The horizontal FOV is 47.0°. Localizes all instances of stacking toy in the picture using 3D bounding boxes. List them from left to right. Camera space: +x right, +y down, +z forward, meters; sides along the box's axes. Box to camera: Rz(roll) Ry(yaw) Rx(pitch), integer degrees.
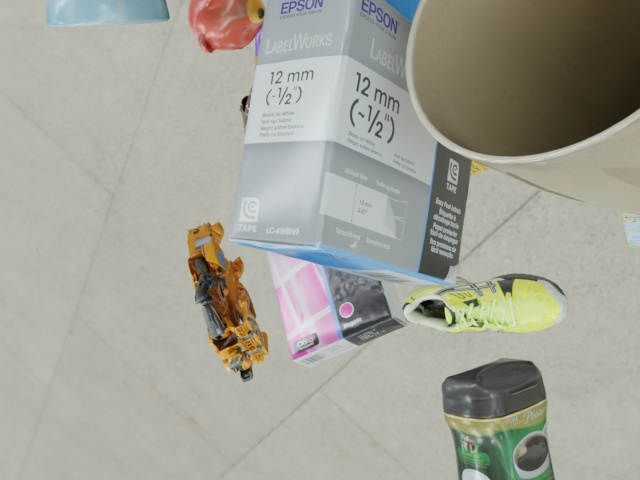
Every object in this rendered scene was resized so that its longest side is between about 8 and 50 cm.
[{"bbox_3d":[-0.129,-0.269,0.813,0.279,0.309,0.130,13,113,40],"label":"stacking toy"}]

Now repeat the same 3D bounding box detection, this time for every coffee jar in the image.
[{"bbox_3d":[0.168,0.205,0.677,0.079,0.096,0.184,-5,93,55],"label":"coffee jar"}]

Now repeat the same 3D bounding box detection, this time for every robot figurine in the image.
[{"bbox_3d":[-0.166,0.107,1.309,0.291,0.085,0.211,-114,-1,-46],"label":"robot figurine"}]

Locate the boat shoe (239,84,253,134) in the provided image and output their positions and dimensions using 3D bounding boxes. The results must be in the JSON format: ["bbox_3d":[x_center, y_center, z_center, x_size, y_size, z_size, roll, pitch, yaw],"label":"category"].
[{"bbox_3d":[-0.092,-0.208,1.171,0.073,0.073,0.207,33,163,-8],"label":"boat shoe"}]

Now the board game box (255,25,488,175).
[{"bbox_3d":[0.104,-0.311,1.588,0.356,0.356,0.356,-17,68,43],"label":"board game box"}]

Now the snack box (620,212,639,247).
[{"bbox_3d":[0.704,-0.102,1.625,0.070,0.175,0.207,-2,156,26],"label":"snack box"}]

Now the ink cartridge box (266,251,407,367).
[{"bbox_3d":[0.000,0.000,1.182,0.175,0.371,0.069,-27,149,19],"label":"ink cartridge box"}]

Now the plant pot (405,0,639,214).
[{"bbox_3d":[0.253,-0.125,0.607,0.256,0.257,0.274,-7,155,43],"label":"plant pot"}]

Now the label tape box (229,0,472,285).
[{"bbox_3d":[0.057,-0.142,0.734,0.115,0.249,0.348,6,83,39],"label":"label tape box"}]

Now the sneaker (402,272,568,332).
[{"bbox_3d":[0.365,0.162,1.670,0.384,0.147,0.145,-5,108,37],"label":"sneaker"}]
